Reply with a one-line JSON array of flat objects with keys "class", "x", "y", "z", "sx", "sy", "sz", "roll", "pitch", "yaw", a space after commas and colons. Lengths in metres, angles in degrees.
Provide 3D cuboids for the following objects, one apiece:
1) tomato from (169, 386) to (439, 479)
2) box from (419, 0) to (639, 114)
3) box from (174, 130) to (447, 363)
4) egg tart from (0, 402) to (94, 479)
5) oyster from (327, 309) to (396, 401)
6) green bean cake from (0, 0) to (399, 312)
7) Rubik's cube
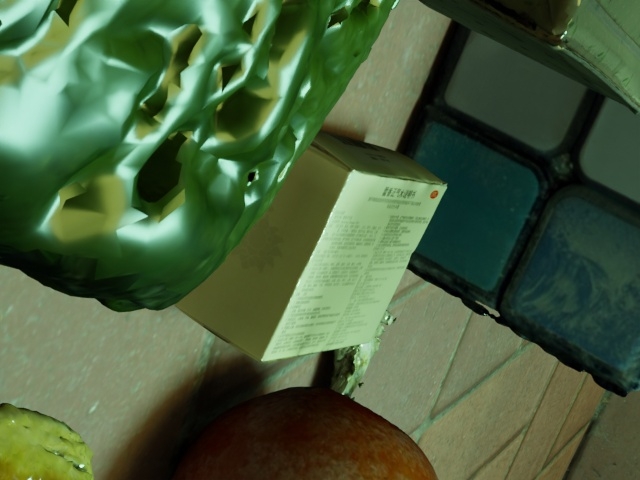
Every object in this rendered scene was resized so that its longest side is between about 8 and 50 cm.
[{"class": "tomato", "x": -0.014, "y": 0.253, "z": 1.047, "sx": 0.265, "sy": 0.265, "sz": 0.265, "roll": -45, "pitch": 153, "yaw": -30}, {"class": "box", "x": 0.145, "y": -0.235, "z": 0.812, "sx": 0.190, "sy": 0.225, "sz": 0.297, "roll": -63, "pitch": 158, "yaw": 9}, {"class": "box", "x": 0.000, "y": 0.000, "z": 0.969, "sx": 0.168, "sy": 0.095, "sz": 0.212, "roll": -63, "pitch": 158, "yaw": 12}, {"class": "egg tart", "x": -0.264, "y": 0.226, "z": 0.659, "sx": 0.341, "sy": 0.132, "sz": 0.341, "roll": -44, "pitch": 151, "yaw": -32}, {"class": "oyster", "x": 0.024, "y": 0.132, "z": 1.258, "sx": 0.200, "sy": 0.061, "sz": 0.106, "roll": -66, "pitch": 174, "yaw": 22}, {"class": "green bean cake", "x": -0.075, "y": -0.149, "z": 0.484, "sx": 0.335, "sy": 0.218, "sz": 0.319, "roll": -58, "pitch": 157, "yaw": 1}, {"class": "Rubik's cube", "x": 0.290, "y": -0.079, "z": 1.185, "sx": 0.313, "sy": 0.316, "sz": 0.318, "roll": -14, "pitch": 131, "yaw": -59}]
